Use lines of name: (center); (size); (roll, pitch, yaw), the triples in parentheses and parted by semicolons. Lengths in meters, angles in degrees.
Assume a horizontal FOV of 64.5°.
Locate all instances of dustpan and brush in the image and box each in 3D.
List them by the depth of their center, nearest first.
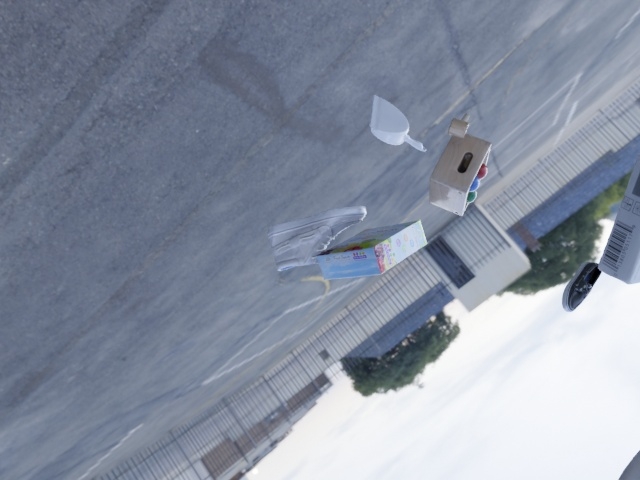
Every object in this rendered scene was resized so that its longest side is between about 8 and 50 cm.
dustpan and brush: (0.226, -0.315, 1.457); (0.060, 0.211, 0.147); (129, -23, -51)

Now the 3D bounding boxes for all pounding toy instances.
pounding toy: (0.310, -0.177, 1.066); (0.181, 0.094, 0.206); (-61, 161, -12)

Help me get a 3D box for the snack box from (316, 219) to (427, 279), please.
snack box: (0.123, 0.022, 1.201); (0.175, 0.070, 0.207); (-10, -169, 43)

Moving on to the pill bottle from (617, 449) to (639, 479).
pill bottle: (0.446, 0.341, 0.419); (0.204, 0.204, 0.361); (-34, -149, -17)

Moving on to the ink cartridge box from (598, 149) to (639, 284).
ink cartridge box: (0.496, -0.044, 0.662); (0.233, 0.066, 0.188); (-7, 118, -22)

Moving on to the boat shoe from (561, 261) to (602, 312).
boat shoe: (0.600, 0.104, 1.161); (0.142, 0.049, 0.040); (-53, -164, -19)

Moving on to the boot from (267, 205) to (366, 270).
boot: (0.000, 0.000, 1.263); (0.259, 0.123, 0.095); (-15, 170, 15)
